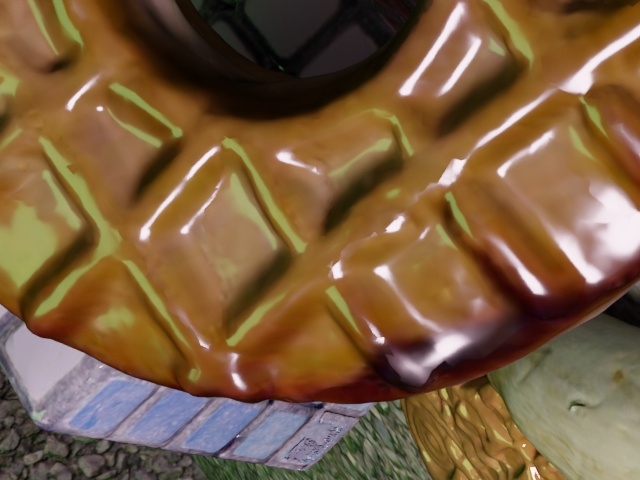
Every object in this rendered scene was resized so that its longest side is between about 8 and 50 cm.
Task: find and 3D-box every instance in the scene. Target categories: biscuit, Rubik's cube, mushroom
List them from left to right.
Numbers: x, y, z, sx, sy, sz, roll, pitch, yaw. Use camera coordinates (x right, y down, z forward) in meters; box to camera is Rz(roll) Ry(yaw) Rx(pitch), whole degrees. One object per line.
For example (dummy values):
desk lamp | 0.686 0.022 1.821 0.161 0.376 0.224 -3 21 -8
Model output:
Rubik's cube | -0.048 -0.050 0.793 0.238 0.237 0.237 53 -163 27
biscuit | 0.010 -0.077 0.551 0.268 0.366 0.115 55 -158 -3
biscuit | 0.130 0.171 1.167 0.202 0.044 0.289 57 166 6
mushroom | 0.190 0.107 0.786 0.333 0.087 0.107 31 148 54
